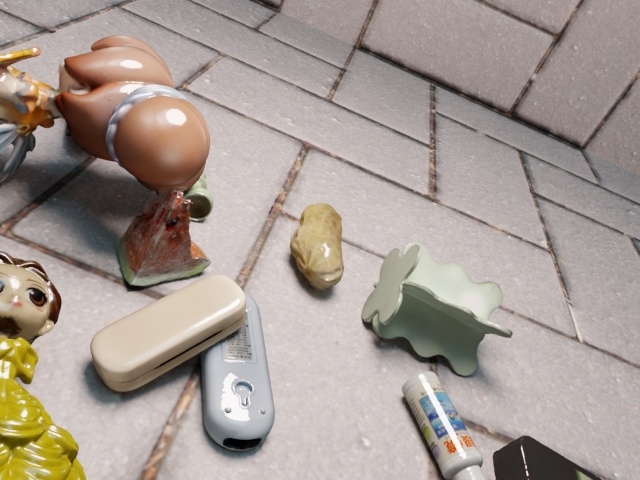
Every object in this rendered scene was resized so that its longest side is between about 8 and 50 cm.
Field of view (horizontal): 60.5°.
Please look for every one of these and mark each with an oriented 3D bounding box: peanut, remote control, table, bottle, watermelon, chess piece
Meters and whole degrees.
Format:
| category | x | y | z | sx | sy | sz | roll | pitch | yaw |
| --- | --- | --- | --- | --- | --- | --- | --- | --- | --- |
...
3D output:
| category | x | y | z | sx | sy | sz | roll | pitch | yaw |
| --- | --- | --- | --- | --- | --- | --- | --- | --- | --- |
| peanut | 0.000 | 0.000 | 0.964 | 0.100 | 0.099 | 0.214 | 21 | 36 | -7 |
| remote control | -0.112 | 0.155 | 0.720 | 0.087 | 0.047 | 0.244 | 11 | 37 | -24 |
| table | 0.195 | 0.111 | 0.894 | 0.198 | 0.166 | 0.166 | 27 | 33 | -12 |
| bottle | 0.177 | 0.279 | 0.733 | 0.060 | 0.060 | 0.217 | 5 | 40 | -28 |
| watermelon | -0.243 | -0.006 | 0.788 | 0.121 | 0.158 | 0.098 | -33 | 61 | -21 |
| chess piece | -0.225 | -0.096 | 0.988 | 0.059 | 0.059 | 0.149 | 11 | 29 | -21 |

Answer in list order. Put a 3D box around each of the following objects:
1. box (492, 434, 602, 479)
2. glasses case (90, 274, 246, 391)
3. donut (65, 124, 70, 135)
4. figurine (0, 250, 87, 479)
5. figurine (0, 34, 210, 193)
| category | x | y | z | sx | sy | sz | roll | pitch | yaw |
| --- | --- | --- | --- | --- | --- | --- | --- | --- | --- |
| box | 0.305 | 0.409 | 0.606 | 0.211 | 0.058 | 0.350 | 34 | 31 | -14 |
| glasses case | -0.184 | 0.110 | 0.685 | 0.196 | 0.050 | 0.083 | -27 | 51 | -30 |
| donut | -0.399 | -0.246 | 1.001 | 0.085 | 0.141 | 0.217 | 20 | 20 | -34 |
| figurine | -0.307 | 0.132 | 0.514 | 0.187 | 0.168 | 0.315 | -3 | 44 | -22 |
| figurine | -0.366 | -0.172 | 0.785 | 0.388 | 0.248 | 0.277 | -10 | 6 | -14 |
